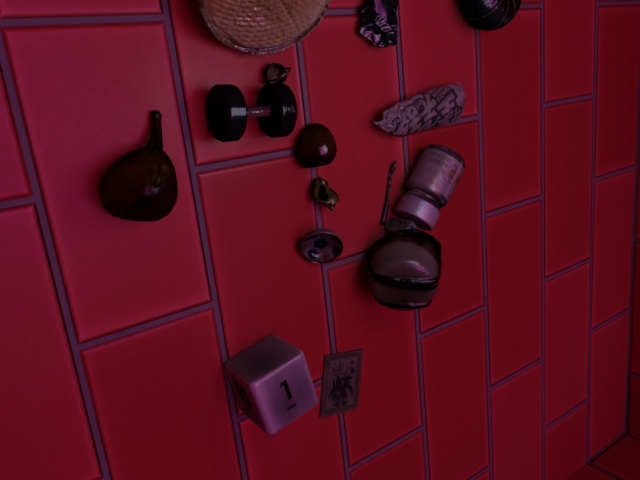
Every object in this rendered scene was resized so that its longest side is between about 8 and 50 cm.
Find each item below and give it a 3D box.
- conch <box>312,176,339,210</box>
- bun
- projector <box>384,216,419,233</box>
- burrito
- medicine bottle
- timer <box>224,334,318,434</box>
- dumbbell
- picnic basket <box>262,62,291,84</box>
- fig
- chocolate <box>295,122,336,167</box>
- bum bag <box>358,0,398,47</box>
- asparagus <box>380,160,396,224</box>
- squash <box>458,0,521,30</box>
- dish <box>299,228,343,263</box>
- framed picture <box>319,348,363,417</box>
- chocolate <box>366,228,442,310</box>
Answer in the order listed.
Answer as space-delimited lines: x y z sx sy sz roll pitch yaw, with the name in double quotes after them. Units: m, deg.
0.012 -0.146 1.793 0.121 0.074 0.089 67 25 -2 "conch"
-0.153 -0.674 1.459 0.364 0.364 0.202 6 58 -36 "bun"
0.308 -0.009 2.005 0.061 0.115 0.147 -49 121 -14 "projector"
0.343 -0.439 1.954 0.445 0.101 0.139 -25 124 -31 "burrito"
0.386 -0.187 1.995 0.165 0.165 0.273 33 80 -35 "medicine bottle"
-0.149 0.435 1.724 0.194 0.192 0.195 -29 115 -27 "timer"
-0.190 -0.356 1.564 0.218 0.152 0.153 -11 106 -33 "dumbbell"
-0.121 -0.481 1.628 0.072 0.083 0.072 -8 105 -33 "picnic basket"
-0.442 -0.189 1.411 0.190 0.190 0.290 7 96 -36 "fig"
-0.014 -0.296 1.742 0.124 0.127 0.133 -20 99 -63 "chocolate"
0.191 -0.774 1.797 0.137 0.074 0.310 2 92 -23 "bum bag"
0.240 -0.168 1.984 0.023 0.022 0.233 11 97 8 "asparagus"
0.604 -0.879 2.010 0.252 0.165 0.252 -5 98 -34 "squash"
0.000 0.000 1.821 0.141 0.078 0.141 -4 135 -4 "dish"
0.075 0.507 2.008 0.173 0.010 0.231 -3 101 -35 "framed picture"
0.292 0.123 1.912 0.283 0.186 0.284 -2 124 -3 "chocolate"
